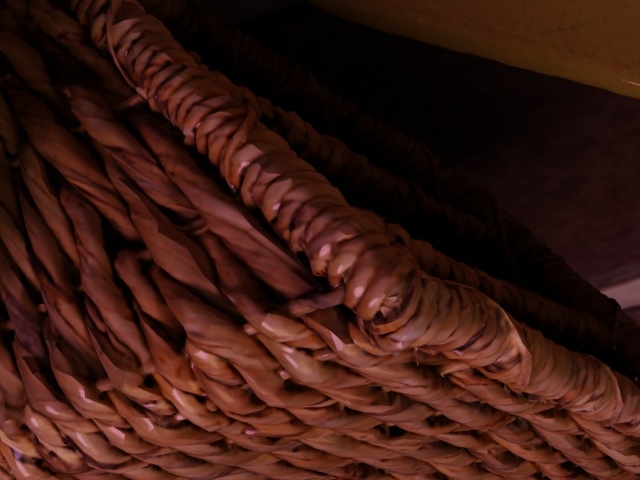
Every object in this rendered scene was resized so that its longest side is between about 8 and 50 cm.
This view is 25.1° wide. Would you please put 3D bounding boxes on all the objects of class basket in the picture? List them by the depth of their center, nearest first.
[{"bbox_3d":[0.000,0.000,0.561,0.223,0.214,0.299,-24,152,29],"label":"basket"}]

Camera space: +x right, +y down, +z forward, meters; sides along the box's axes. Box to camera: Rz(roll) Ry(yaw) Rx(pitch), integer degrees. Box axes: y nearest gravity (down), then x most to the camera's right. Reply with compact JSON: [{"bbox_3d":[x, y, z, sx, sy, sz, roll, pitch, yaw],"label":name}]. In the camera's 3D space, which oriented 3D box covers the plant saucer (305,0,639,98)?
[{"bbox_3d":[0.158,-0.174,0.412,0.332,0.081,0.333,16,144,9],"label":"plant saucer"}]
